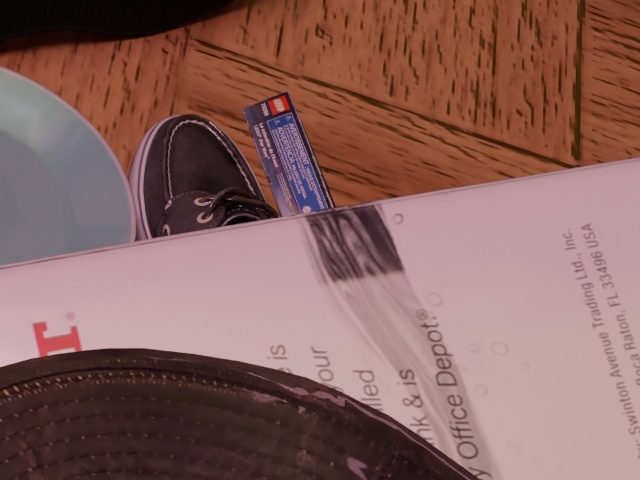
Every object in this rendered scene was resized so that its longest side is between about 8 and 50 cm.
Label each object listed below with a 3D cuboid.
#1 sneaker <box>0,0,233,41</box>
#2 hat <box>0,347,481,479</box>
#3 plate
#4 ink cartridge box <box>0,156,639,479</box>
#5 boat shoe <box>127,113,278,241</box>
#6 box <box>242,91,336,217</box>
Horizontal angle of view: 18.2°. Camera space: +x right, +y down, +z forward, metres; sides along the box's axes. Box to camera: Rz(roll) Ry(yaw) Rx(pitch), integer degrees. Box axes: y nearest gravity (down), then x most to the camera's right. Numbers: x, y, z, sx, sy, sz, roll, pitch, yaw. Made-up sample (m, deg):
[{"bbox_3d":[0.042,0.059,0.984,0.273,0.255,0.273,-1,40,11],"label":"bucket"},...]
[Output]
[{"bbox_3d":[-0.170,-0.201,1.108,0.295,0.124,0.178,-12,68,-31],"label":"sneaker"},{"bbox_3d":[-0.033,0.163,0.619,0.331,0.134,0.331,3,67,-7],"label":"hat"},{"bbox_3d":[-0.186,-0.019,1.010,0.188,0.024,0.188,14,49,-16],"label":"plate"},{"bbox_3d":[0.056,0.138,0.811,0.394,0.166,0.286,-9,66,-14],"label":"ink cartridge box"},{"bbox_3d":[-0.047,0.015,1.011,0.080,0.076,0.229,7,51,-20],"label":"boat shoe"},{"bbox_3d":[0.000,0.000,1.010,0.027,0.137,0.094,-21,60,1],"label":"box"}]
